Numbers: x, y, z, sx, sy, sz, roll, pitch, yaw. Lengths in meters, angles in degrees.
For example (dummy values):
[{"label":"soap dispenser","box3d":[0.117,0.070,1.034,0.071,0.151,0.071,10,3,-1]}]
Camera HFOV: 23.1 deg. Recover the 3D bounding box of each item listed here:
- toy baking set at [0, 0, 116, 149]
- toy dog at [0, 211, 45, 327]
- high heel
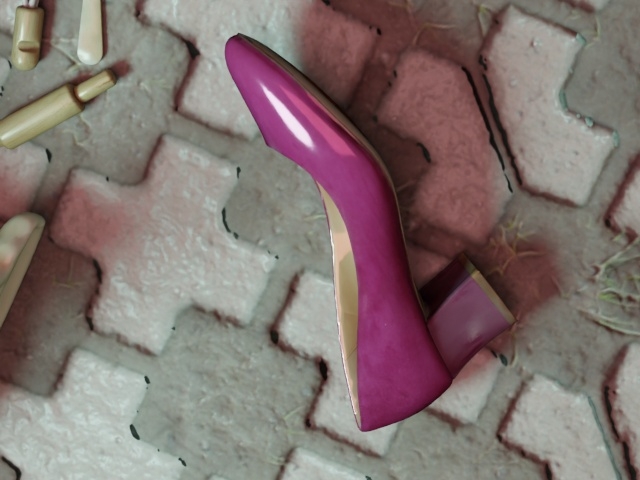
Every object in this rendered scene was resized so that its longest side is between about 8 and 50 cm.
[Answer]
[{"label":"toy baking set","box3d":[-0.280,-0.191,1.427,0.256,0.030,0.196,-22,102,12]},{"label":"toy dog","box3d":[-0.513,0.041,1.421,0.408,0.284,0.395,29,125,-1]},{"label":"high heel","box3d":[0.000,0.000,1.394,0.181,0.127,0.377,-40,101,4]}]
